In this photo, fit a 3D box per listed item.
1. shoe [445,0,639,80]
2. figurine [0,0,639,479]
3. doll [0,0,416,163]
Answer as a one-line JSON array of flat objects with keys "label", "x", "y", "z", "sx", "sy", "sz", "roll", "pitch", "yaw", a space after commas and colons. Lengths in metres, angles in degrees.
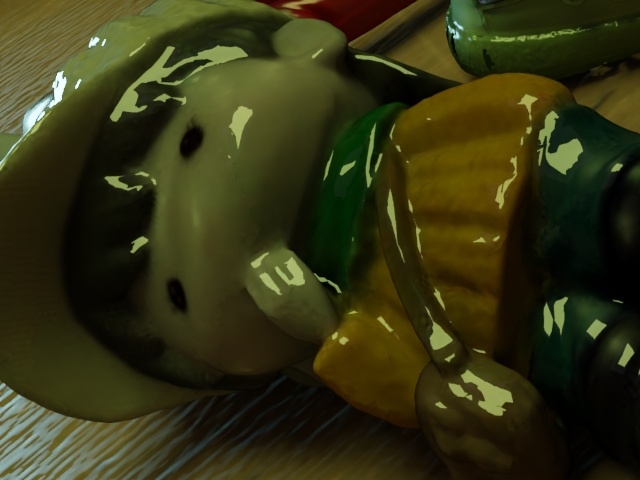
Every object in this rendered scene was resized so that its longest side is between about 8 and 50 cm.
[{"label": "shoe", "x": 0.179, "y": -0.163, "z": 0.846, "sx": 0.262, "sy": 0.128, "sz": 0.140, "roll": -22, "pitch": 44, "yaw": 16}, {"label": "figurine", "x": 0.022, "y": -0.002, "z": 0.685, "sx": 0.332, "sy": 0.185, "sz": 0.204, "roll": 9, "pitch": 10, "yaw": 22}, {"label": "doll", "x": -0.092, "y": -0.084, "z": 0.960, "sx": 0.384, "sy": 0.099, "sz": 0.188, "roll": -35, "pitch": 29, "yaw": -25}]
